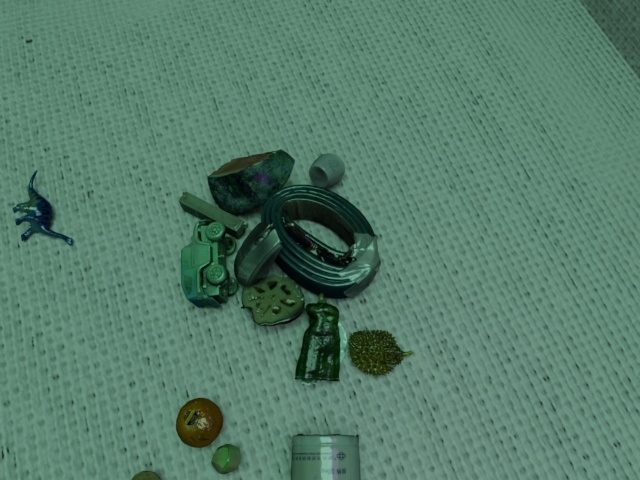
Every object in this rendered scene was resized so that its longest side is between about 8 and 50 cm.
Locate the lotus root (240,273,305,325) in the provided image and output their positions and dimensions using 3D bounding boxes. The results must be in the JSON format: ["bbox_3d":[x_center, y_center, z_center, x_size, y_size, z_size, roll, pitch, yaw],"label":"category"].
[{"bbox_3d":[-0.155,0.205,1.528,0.204,0.077,0.183,-1,54,-8],"label":"lotus root"}]

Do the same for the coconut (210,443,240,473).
[{"bbox_3d":[-0.267,0.619,1.335,0.082,0.081,0.083,16,81,35],"label":"coconut"}]

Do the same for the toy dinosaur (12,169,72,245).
[{"bbox_3d":[-0.986,-0.092,1.617,0.145,0.076,0.329,-28,73,-21],"label":"toy dinosaur"}]

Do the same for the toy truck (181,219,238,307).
[{"bbox_3d":[-0.362,0.075,1.533,0.156,0.155,0.278,-9,67,2],"label":"toy truck"}]

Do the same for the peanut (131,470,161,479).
[{"bbox_3d":[-0.436,0.731,1.264,0.120,0.110,0.236,-40,65,4],"label":"peanut"}]

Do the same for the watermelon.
[{"bbox_3d":[-0.254,-0.237,1.641,0.319,0.148,0.226,-34,42,8],"label":"watermelon"}]

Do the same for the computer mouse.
[{"bbox_3d":[-0.208,0.044,1.481,0.126,0.071,0.231,43,109,30],"label":"computer mouse"}]

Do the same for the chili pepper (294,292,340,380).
[{"bbox_3d":[-0.001,0.298,1.468,0.136,0.099,0.270,2,71,5],"label":"chili pepper"}]

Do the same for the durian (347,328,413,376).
[{"bbox_3d":[0.190,0.349,1.469,0.208,0.102,0.146,8,60,-3],"label":"durian"}]

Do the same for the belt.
[{"bbox_3d":[-0.001,-0.001,1.571,0.437,0.173,0.300,39,72,14],"label":"belt"}]

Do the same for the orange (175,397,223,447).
[{"bbox_3d":[-0.346,0.526,1.352,0.136,0.117,0.135,-9,49,10],"label":"orange"}]

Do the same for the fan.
[{"bbox_3d":[0.009,0.362,1.500,0.131,0.009,0.240,31,68,10],"label":"fan"}]

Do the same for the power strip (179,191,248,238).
[{"bbox_3d":[-0.379,-0.089,1.643,0.272,0.078,0.052,26,68,8],"label":"power strip"}]

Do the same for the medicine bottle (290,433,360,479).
[{"bbox_3d":[0.014,0.696,1.253,0.190,0.190,0.331,1,66,-3],"label":"medicine bottle"}]

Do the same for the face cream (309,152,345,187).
[{"bbox_3d":[0.024,-0.254,1.712,0.117,0.117,0.104,37,51,13],"label":"face cream"}]
